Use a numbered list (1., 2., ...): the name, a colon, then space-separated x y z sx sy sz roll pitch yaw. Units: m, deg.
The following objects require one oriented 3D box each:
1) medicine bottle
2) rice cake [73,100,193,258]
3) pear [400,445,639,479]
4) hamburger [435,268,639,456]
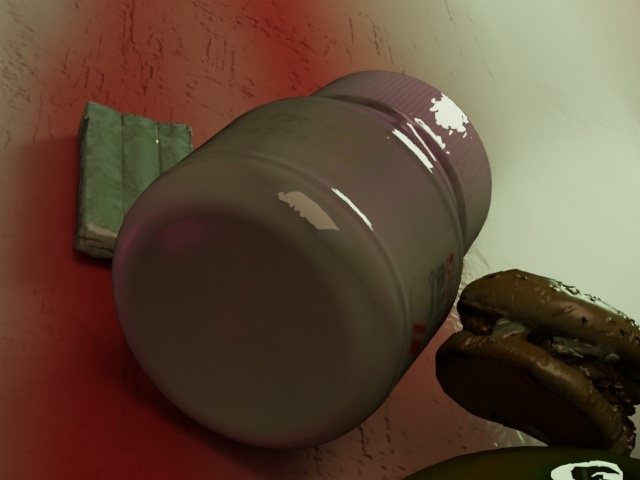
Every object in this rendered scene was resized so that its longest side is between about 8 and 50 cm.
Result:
1. medicine bottle: 0.000 0.000 1.138 0.241 0.241 0.302 29 35 11
2. rice cake: -0.170 -0.047 1.291 0.124 0.038 0.211 13 35 -12
3. pear: 0.194 0.268 0.922 0.398 0.165 0.399 17 36 -13
4. hamburger: 0.186 0.095 1.102 0.177 0.185 0.113 40 66 -7
